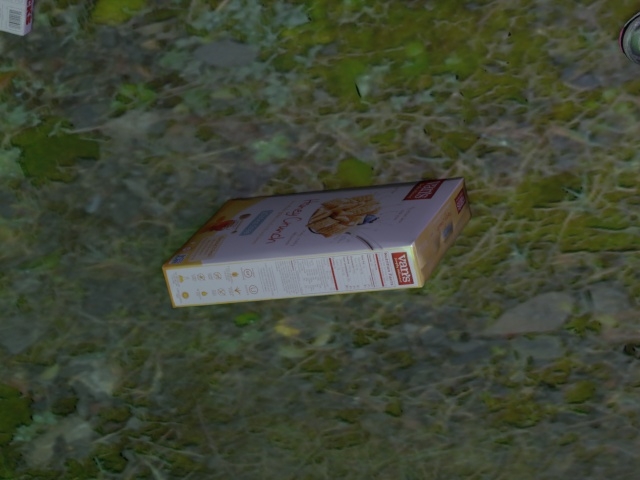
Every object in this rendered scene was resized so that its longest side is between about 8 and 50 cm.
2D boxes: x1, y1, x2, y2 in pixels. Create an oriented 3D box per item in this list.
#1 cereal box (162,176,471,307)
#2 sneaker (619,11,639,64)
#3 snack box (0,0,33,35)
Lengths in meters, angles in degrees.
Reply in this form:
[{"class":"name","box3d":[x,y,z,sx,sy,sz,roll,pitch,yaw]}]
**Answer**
[{"class":"cereal box","box3d":[0.000,0.000,1.717,0.240,0.173,0.047,-6,109,21]},{"class":"sneaker","box3d":[0.329,-0.160,1.582,0.170,0.075,0.063,7,115,17]},{"class":"snack box","box3d":[-0.296,-0.283,1.784,0.064,0.022,0.178,16,117,14]}]
